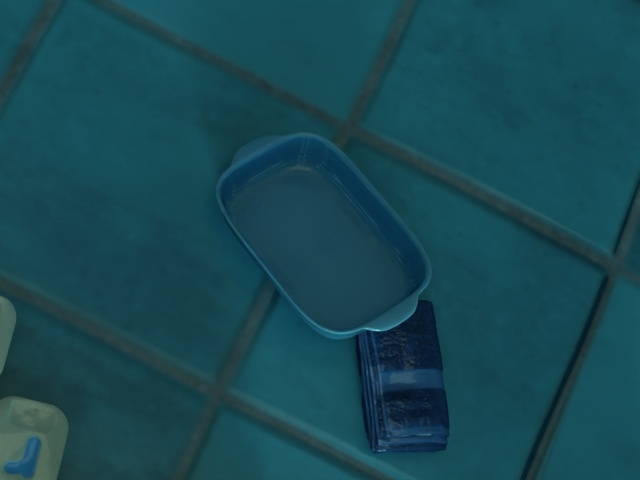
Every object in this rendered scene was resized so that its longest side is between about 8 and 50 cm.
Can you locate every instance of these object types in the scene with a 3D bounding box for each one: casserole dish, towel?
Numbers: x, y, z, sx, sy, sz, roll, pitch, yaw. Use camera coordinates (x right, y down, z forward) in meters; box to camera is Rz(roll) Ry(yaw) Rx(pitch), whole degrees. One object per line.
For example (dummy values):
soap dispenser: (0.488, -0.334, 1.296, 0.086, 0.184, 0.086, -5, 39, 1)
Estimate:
casserole dish: (0.000, 0.000, 1.371, 0.114, 0.037, 0.188, -31, 68, -23)
towel: (0.062, 0.102, 1.376, 0.067, 0.029, 0.119, -1, 72, -18)

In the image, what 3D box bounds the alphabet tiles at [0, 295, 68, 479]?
alphabet tiles: (-0.325, 0.148, 1.246, 0.284, 0.021, 0.278, 16, 67, -11)
